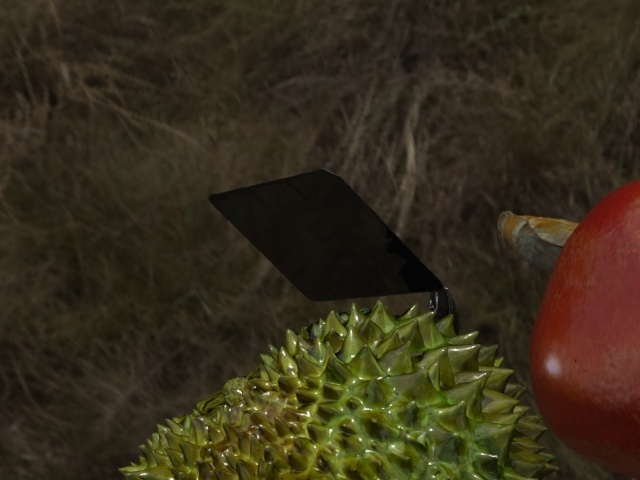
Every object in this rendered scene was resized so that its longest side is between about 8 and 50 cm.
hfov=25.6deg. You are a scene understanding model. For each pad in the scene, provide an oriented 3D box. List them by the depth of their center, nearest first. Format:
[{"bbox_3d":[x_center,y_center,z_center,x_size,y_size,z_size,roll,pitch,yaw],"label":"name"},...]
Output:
[{"bbox_3d":[0.000,0.000,0.907,0.157,0.112,0.003,-8,42,57],"label":"pad"}]

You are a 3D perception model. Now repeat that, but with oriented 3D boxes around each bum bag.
[{"bbox_3d":[0.148,0.092,1.673,0.034,0.124,0.058,-1,63,12],"label":"bum bag"}]

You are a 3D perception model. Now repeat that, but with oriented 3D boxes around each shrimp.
[{"bbox_3d":[0.313,0.010,1.647,0.164,0.317,0.062,4,99,-12],"label":"shrimp"}]

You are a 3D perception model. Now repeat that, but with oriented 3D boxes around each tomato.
[{"bbox_3d":[0.354,0.093,1.257,0.290,0.325,0.293,21,97,56],"label":"tomato"}]

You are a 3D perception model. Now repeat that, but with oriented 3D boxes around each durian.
[{"bbox_3d":[0.021,0.151,0.847,0.291,0.291,0.224,-1,78,14],"label":"durian"}]
